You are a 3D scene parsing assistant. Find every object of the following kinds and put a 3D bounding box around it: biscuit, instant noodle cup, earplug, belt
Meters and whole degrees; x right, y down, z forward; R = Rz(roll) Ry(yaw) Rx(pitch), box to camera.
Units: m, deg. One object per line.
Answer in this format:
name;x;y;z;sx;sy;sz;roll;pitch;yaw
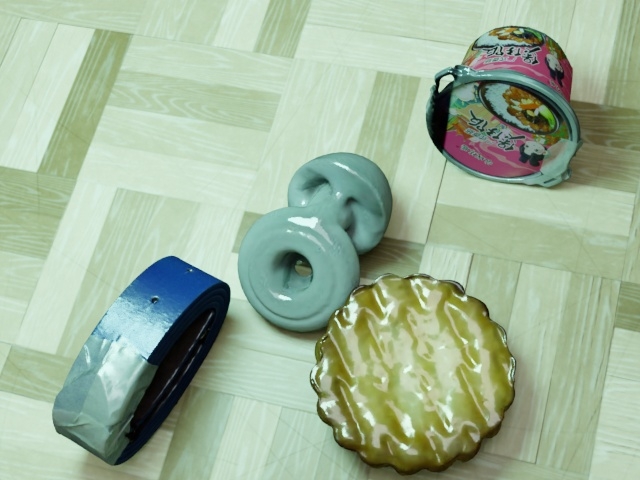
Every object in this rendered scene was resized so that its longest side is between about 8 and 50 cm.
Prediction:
biscuit;0.145;0.212;1.707;0.326;0.107;0.325;-1;72;3
instant noodle cup;0.324;-0.248;1.839;0.258;0.302;0.181;-13;44;37
earplug;-0.001;-0.003;1.810;0.214;0.175;0.325;31;82;9
belt;-0.281;0.188;1.729;0.117;0.212;0.347;27;68;17
